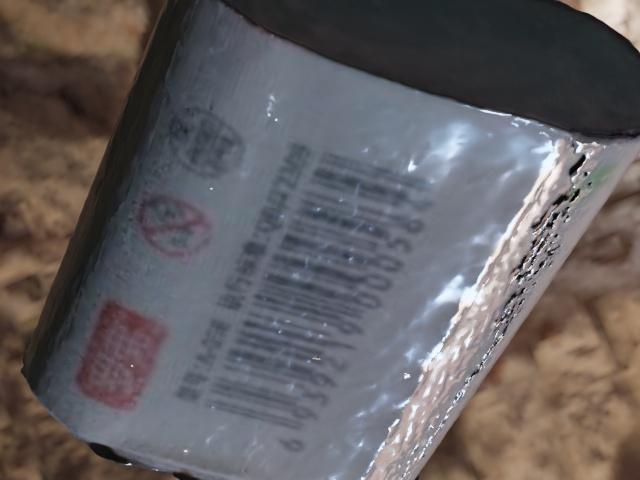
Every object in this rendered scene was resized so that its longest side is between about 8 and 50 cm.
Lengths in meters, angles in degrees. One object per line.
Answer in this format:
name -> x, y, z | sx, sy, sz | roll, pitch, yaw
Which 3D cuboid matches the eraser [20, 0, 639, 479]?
eraser -> 0.000, 0.000, 0.696 | 0.081, 0.174, 0.227 | -89, 20, -45
